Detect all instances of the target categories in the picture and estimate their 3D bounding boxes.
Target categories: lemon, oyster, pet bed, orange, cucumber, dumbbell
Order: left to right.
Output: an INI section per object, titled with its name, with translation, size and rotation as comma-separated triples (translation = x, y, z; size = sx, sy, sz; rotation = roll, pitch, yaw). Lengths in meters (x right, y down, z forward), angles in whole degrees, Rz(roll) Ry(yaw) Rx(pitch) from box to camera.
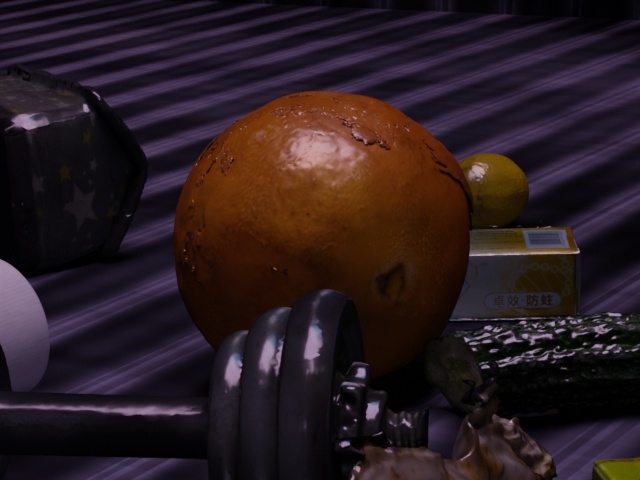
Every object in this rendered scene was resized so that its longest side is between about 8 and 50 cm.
[pet bed]
translation = -0.289, -0.079, 1.838
size = 0.159, 0.183, 0.211
rotation = -15, 20, -33
[dumbbell]
translation = -0.135, 0.115, 1.114
size = 0.406, 0.179, 0.179
rotation = 0, 15, 10
[orange]
translation = 0.000, 0.000, 1.405
size = 0.240, 0.240, 0.240
rotation = -2, 15, 1
[lemon]
translation = 0.174, -0.051, 1.865
size = 0.082, 0.082, 0.110
rotation = 12, 15, 41
[oyster]
translation = 0.096, 0.160, 0.985
size = 0.198, 0.133, 0.337
rotation = 20, 12, 4
[cucumber]
translation = 0.214, 0.090, 1.355
size = 0.265, 0.077, 0.077
rotation = -5, 16, -11

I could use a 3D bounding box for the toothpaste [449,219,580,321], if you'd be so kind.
[toothpaste]
translation = 0.073, 0.030, 1.605
size = 0.313, 0.071, 0.089
rotation = -1, 18, 3

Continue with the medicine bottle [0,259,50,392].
[medicine bottle]
translation = -0.316, 0.093, 1.296
size = 0.139, 0.139, 0.237
rotation = 9, 19, 35

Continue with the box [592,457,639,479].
[box]
translation = 0.297, 0.195, 1.015
size = 0.187, 0.047, 0.335
rotation = -5, 16, -10
